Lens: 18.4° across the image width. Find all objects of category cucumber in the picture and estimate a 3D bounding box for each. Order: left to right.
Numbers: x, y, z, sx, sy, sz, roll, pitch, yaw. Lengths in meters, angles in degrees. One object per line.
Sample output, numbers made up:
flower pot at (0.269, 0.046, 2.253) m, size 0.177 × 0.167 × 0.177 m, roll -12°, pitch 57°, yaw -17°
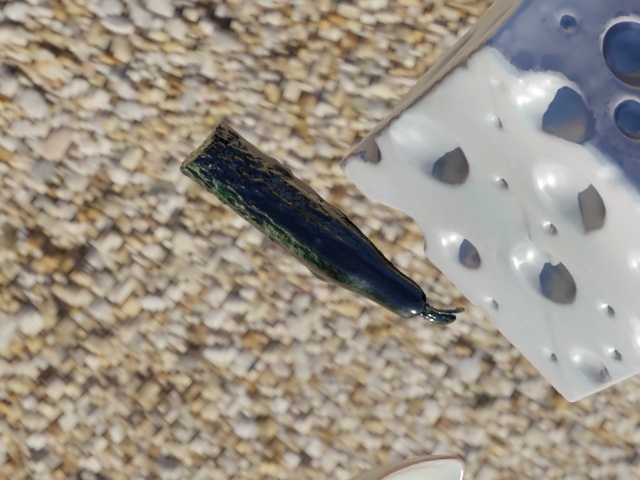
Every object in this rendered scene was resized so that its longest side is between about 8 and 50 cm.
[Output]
cucumber at (0.000, 0.000, 1.027) m, size 0.163 × 0.043 × 0.039 m, roll 39°, pitch 126°, yaw 1°

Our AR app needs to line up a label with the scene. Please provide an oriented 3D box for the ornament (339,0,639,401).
ornament at (0.206, -0.076, 1.322) m, size 0.240 × 0.239 × 0.240 m, roll 45°, pitch 62°, yaw -3°

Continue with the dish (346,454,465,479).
dish at (0.038, 0.269, 1.502) m, size 0.151 × 0.077 × 0.212 m, roll -11°, pitch 105°, yaw -54°
